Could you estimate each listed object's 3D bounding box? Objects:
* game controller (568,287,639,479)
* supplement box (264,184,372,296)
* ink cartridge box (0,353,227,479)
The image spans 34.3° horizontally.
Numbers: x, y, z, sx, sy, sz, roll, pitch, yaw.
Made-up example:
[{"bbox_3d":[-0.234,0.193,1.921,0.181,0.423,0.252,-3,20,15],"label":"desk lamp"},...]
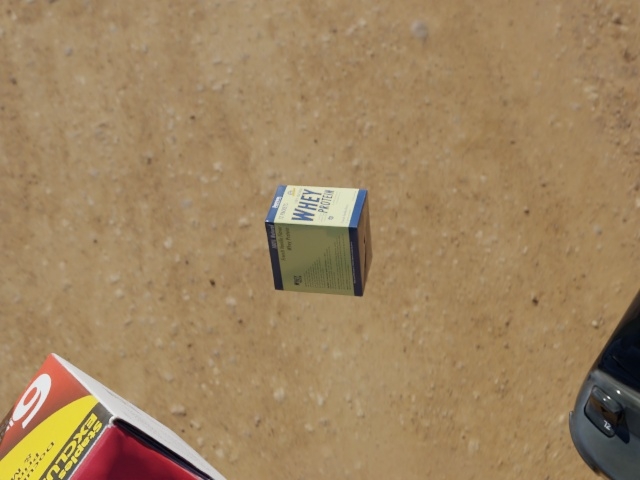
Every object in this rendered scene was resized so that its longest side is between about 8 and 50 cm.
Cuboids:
[{"bbox_3d":[0.297,0.126,0.562,0.319,0.067,0.166,32,84,32],"label":"game controller"},{"bbox_3d":[0.000,0.000,0.937,0.083,0.083,0.056,3,40,12],"label":"supplement box"},{"bbox_3d":[-0.190,0.253,0.659,0.130,0.272,0.309,40,78,-23],"label":"ink cartridge box"}]
